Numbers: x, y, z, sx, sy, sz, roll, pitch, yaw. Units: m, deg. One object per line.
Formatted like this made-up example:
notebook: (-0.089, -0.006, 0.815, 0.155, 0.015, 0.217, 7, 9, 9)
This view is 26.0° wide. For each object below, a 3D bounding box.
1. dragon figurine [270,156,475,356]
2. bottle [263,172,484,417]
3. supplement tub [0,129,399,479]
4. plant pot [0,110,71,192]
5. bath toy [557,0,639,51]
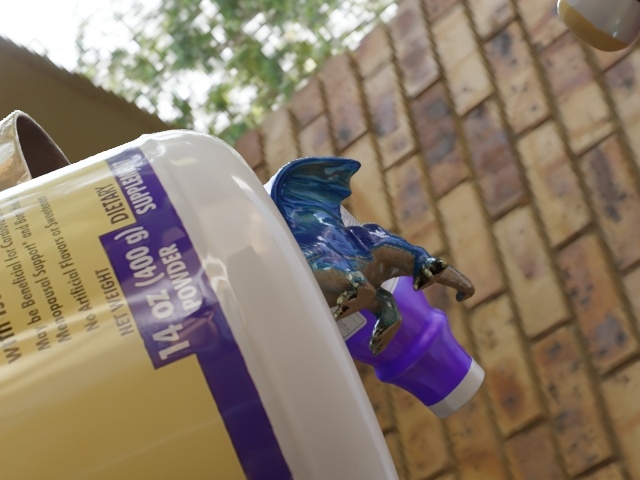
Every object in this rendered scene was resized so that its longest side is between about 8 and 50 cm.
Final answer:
dragon figurine: (0.000, 0.000, 0.908, 0.289, 0.085, 0.144, -11, -127, -49)
bottle: (0.040, 0.055, 1.340, 0.283, 0.092, 0.118, 44, -157, -10)
supplement tub: (-0.151, 0.118, 0.538, 0.241, 0.331, 0.241, 158, 90, -80)
plant pot: (-0.341, 0.055, 1.321, 0.256, 0.274, 0.256, 61, -178, -3)
bath toy: (0.314, -0.172, 1.101, 0.348, 0.129, 0.151, 38, -110, 8)
